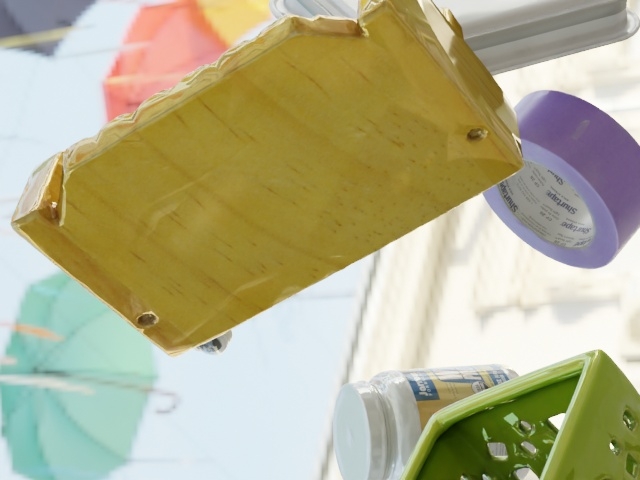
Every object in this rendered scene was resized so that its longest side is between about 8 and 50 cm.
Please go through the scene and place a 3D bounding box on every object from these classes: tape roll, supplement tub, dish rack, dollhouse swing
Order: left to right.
[{"bbox_3d":[-0.048,-0.127,1.503,0.315,0.346,0.305,44,-156,-43],"label":"dollhouse swing"},{"bbox_3d":[0.127,0.215,1.994,0.199,0.144,0.144,-2,-93,-20],"label":"supplement tub"},{"bbox_3d":[0.138,-0.264,1.846,0.332,0.285,0.072,-16,-55,-21],"label":"dish rack"},{"bbox_3d":[0.261,-0.064,1.887,0.080,0.189,0.189,-46,-53,-25],"label":"tape roll"}]

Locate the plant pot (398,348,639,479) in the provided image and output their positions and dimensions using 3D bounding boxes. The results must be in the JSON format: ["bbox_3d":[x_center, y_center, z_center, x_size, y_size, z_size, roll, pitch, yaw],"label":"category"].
[{"bbox_3d":[0.198,0.261,1.519,0.207,0.227,0.228,43,-130,-17],"label":"plant pot"}]

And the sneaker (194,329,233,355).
[{"bbox_3d":[-0.176,0.029,2.180,0.118,0.292,0.110,-37,-44,-5],"label":"sneaker"}]
